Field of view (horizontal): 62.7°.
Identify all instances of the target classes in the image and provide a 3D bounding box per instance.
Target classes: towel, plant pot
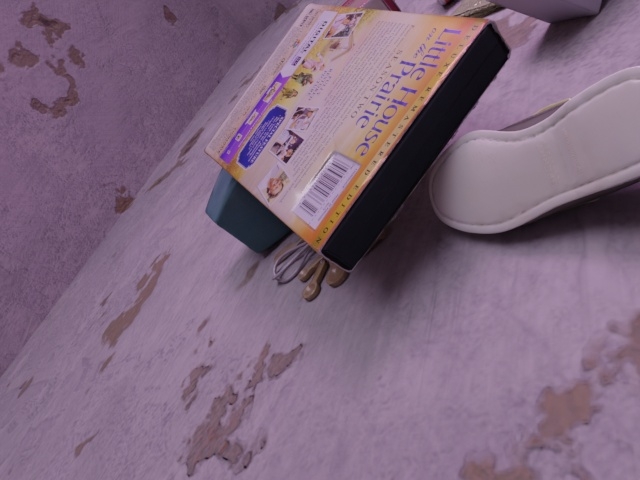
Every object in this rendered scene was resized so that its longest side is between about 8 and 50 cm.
[{"bbox_3d":[0.322,-0.470,1.013,0.110,0.027,0.148,-55,26,-19],"label":"towel"},{"bbox_3d":[-0.097,-0.106,0.982,0.234,0.165,0.165,-54,26,-3],"label":"plant pot"}]

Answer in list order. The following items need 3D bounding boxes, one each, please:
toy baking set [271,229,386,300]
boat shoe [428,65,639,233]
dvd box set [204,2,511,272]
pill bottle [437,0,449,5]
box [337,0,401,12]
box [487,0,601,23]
[{"bbox_3d":[0.005,-0.005,0.818,0.197,0.030,0.256,-52,26,-10],"label":"toy baking set"},{"bbox_3d":[0.224,-0.076,0.514,0.091,0.109,0.305,-13,-4,-27],"label":"boat shoe"},{"bbox_3d":[0.007,-0.177,0.725,0.308,0.062,0.420,-54,38,3],"label":"dvd box set"},{"bbox_3d":[0.322,-0.631,1.136,0.221,0.124,0.124,-33,28,26],"label":"pill bottle"},{"bbox_3d":[0.119,-0.549,1.325,0.148,0.127,0.232,-35,28,24],"label":"box"},{"bbox_3d":[0.322,-0.407,0.720,0.091,0.129,0.171,-148,67,-65],"label":"box"}]
